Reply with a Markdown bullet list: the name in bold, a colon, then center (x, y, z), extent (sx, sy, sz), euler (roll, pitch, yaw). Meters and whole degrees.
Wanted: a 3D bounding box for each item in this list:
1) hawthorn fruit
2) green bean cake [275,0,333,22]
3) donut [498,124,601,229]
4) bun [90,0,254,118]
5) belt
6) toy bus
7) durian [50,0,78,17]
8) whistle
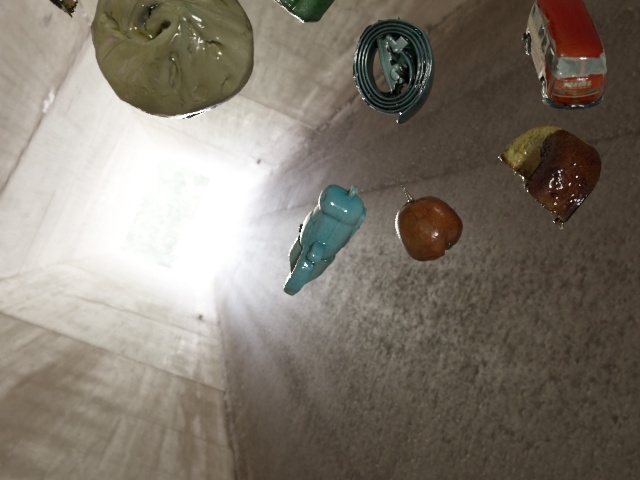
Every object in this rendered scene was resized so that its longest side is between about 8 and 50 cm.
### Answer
- **hawthorn fruit**: center (0.243, -0.042, 1.474), extent (0.149, 0.149, 0.189), euler (-56, 47, 51)
- **green bean cake**: center (-0.089, -0.752, 1.750), extent (0.169, 0.300, 0.308), euler (-49, 17, 24)
- **donut**: center (0.403, -0.138, 1.142), extent (0.141, 0.085, 0.217), euler (-50, 24, 17)
- **bun**: center (-0.317, -0.416, 1.320), extent (0.326, 0.362, 0.234), euler (-50, -6, 12)
- **belt**: center (0.194, -0.437, 1.673), extent (0.116, 0.206, 0.267), euler (-17, -75, -73)
- **toy bus**: center (0.477, -0.372, 1.248), extent (0.120, 0.121, 0.265), euler (82, -171, -48)
- **durian**: center (-0.475, -0.496, 1.118), extent (0.119, 0.186, 0.108), euler (24, 71, 47)
- **whistle**: center (0.000, 0.000, 1.192), extent (0.274, 0.093, 0.186), euler (-57, 12, 35)
